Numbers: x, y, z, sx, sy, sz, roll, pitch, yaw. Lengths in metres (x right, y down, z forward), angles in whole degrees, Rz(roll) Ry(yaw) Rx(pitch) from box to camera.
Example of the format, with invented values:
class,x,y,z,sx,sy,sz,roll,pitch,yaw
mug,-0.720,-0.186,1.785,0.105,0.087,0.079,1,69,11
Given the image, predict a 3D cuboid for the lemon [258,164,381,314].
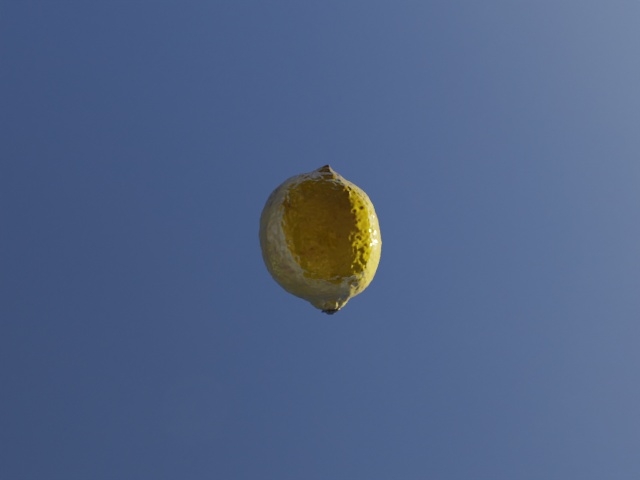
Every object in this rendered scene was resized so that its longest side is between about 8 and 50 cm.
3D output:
class,x,y,z,sx,sy,sz,roll,pitch,yaw
lemon,0.000,0.000,0.923,0.109,0.109,0.133,-3,-92,-24
